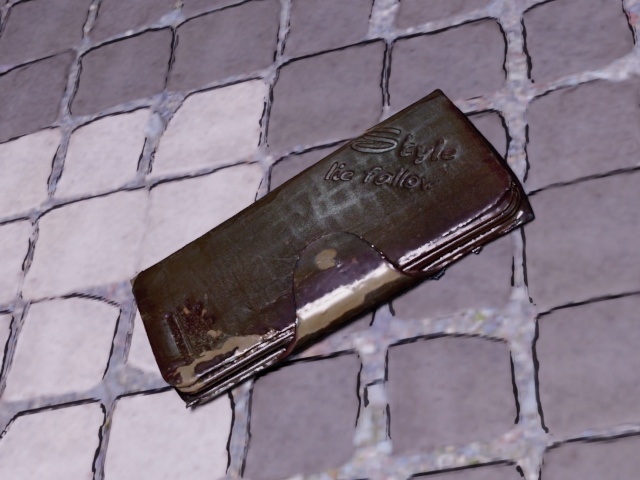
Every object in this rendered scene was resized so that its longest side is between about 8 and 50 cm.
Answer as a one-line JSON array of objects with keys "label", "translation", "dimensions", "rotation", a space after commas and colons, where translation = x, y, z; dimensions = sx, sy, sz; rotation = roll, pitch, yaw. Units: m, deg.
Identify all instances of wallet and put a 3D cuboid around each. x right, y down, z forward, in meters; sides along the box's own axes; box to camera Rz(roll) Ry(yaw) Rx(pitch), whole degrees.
[{"label": "wallet", "translation": [0.000, 0.000, 0.792], "dimensions": [0.232, 0.031, 0.122], "rotation": [-30, 43, 0]}]
